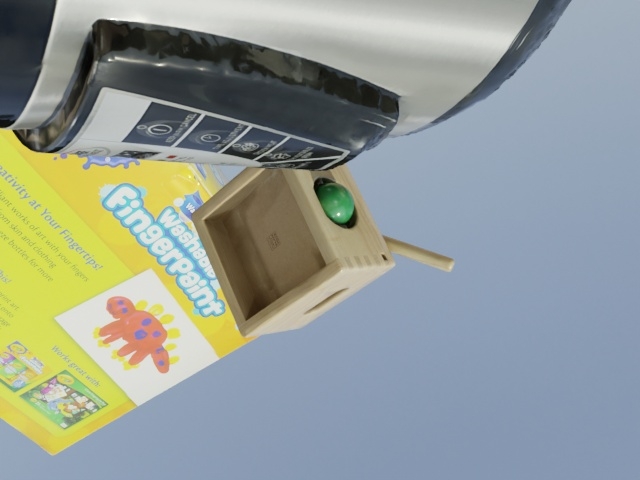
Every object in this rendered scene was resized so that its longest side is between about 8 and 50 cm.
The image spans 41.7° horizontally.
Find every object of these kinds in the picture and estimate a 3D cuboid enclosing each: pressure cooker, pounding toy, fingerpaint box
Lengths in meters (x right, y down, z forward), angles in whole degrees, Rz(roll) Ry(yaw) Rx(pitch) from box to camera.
[{"bbox_3d":[-0.104,-0.236,0.446,0.421,0.369,0.375,-2,-136,-32],"label":"pressure cooker"},{"bbox_3d":[0.000,0.000,0.647,0.141,0.130,0.100,-36,161,32],"label":"pounding toy"},{"bbox_3d":[-0.290,-0.003,0.950,0.371,0.444,0.163,-31,-138,4],"label":"fingerpaint box"}]
